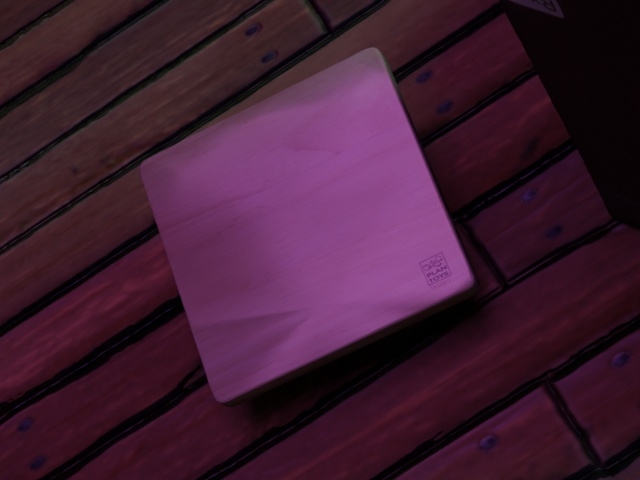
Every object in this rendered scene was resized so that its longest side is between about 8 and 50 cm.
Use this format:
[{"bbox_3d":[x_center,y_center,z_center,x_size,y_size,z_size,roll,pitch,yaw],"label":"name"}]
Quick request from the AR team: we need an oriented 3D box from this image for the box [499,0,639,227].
[{"bbox_3d":[0.185,-0.128,0.701,0.191,0.381,0.143,24,75,38],"label":"box"}]

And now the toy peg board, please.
[{"bbox_3d":[0.000,0.000,0.927,0.161,0.079,0.161,-26,66,11],"label":"toy peg board"}]
